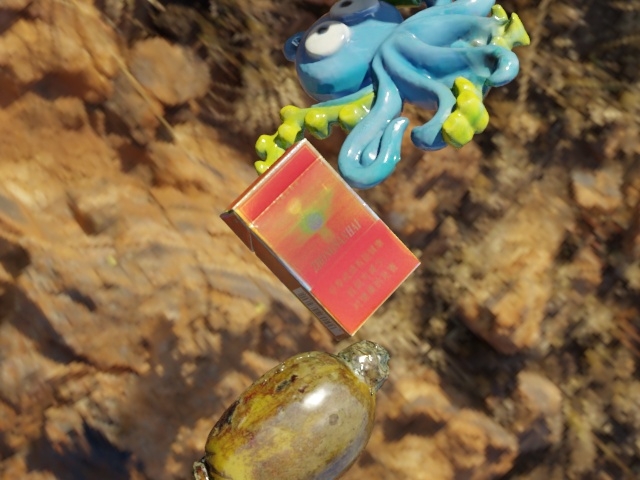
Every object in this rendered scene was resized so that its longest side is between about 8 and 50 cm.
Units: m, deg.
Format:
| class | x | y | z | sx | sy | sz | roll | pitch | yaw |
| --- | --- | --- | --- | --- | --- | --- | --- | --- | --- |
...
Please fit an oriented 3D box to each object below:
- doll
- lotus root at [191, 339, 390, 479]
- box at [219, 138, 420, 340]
| class | x | y | z | sx | sy | sz | roll | pitch | yaw |
| --- | --- | --- | --- | --- | --- | --- | --- | --- | --- |
| doll | 0.075 | -0.201 | 1.608 | 0.346 | 0.341 | 0.099 | -56 | 129 | -24 |
| lotus root | -0.020 | 0.163 | 1.252 | 0.209 | 0.120 | 0.120 | -38 | 134 | -13 |
| box | 0.000 | 0.000 | 1.453 | 0.112 | 0.048 | 0.175 | -45 | 97 | -20 |
